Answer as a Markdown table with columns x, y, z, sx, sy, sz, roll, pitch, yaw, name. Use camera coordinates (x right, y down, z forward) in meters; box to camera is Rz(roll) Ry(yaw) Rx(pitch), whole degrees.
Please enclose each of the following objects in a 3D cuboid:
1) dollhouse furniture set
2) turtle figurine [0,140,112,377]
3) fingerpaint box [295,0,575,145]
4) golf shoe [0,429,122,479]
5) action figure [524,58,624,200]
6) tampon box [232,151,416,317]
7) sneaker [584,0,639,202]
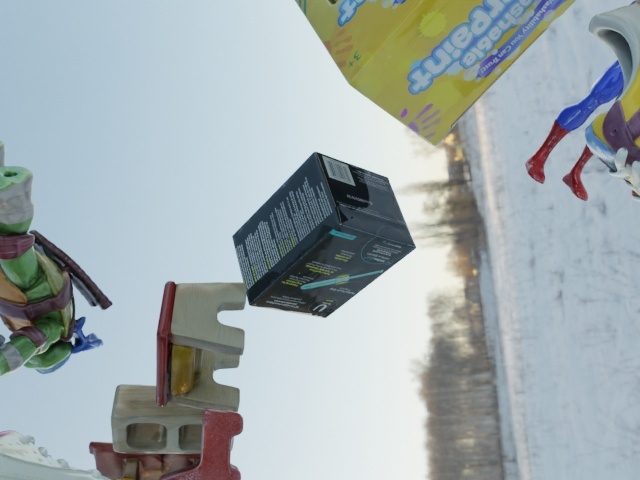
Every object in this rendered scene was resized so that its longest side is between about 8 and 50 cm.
| x | y | z | sx | sy | sz | roll | pitch | yaw | name |
| --- | --- | --- | --- | --- | --- | --- | --- | --- | --- |
| -0.159 | 0.234 | 0.697 | 0.201 | 0.152 | 0.374 | -96 | 12 | -48 | dollhouse furniture set |
| -0.368 | 0.048 | 0.766 | 0.198 | 0.274 | 0.266 | -98 | 10 | -62 | turtle figurine |
| 0.165 | -0.398 | 0.851 | 0.163 | 0.445 | 0.371 | 27 | -153 | -39 | fingerpaint box |
| -0.176 | 0.182 | 0.490 | 0.306 | 0.115 | 0.140 | 20 | -146 | -50 | golf shoe |
| 0.321 | -0.150 | 0.718 | 0.139 | 0.091 | 0.280 | -102 | 34 | -56 | action figure |
| 0.000 | 0.000 | 0.841 | 0.120 | 0.161 | 0.101 | 15 | -134 | -40 | tampon box |
| 0.176 | -0.032 | 0.372 | 0.069 | 0.084 | 0.185 | 57 | -147 | -73 | sneaker |
